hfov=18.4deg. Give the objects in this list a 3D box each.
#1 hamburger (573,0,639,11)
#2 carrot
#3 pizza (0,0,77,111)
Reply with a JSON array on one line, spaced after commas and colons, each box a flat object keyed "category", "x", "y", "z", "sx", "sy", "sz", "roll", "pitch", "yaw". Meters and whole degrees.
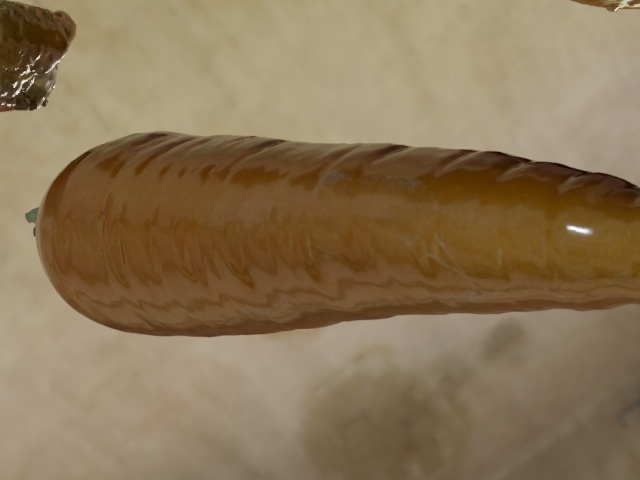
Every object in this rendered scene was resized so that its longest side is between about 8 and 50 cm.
[{"category": "hamburger", "x": 0.158, "y": -0.201, "z": 0.904, "sx": 0.237, "sy": 0.236, "sz": 0.147, "roll": 44, "pitch": -143, "yaw": -65}, {"category": "carrot", "x": 0.000, "y": 0.000, "z": 0.565, "sx": 0.336, "sy": 0.069, "sz": 0.069, "roll": 2, "pitch": 136, "yaw": 55}, {"category": "pizza", "x": -0.250, "y": -0.083, "z": 0.794, "sx": 0.161, "sy": 0.305, "sz": 0.086, "roll": -178, "pitch": 85, "yaw": -67}]
